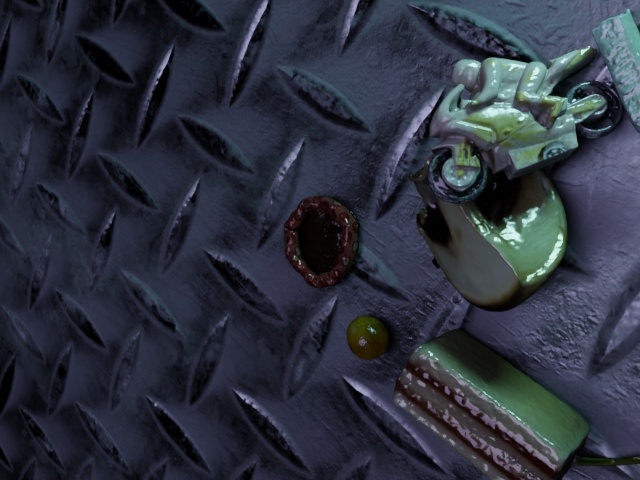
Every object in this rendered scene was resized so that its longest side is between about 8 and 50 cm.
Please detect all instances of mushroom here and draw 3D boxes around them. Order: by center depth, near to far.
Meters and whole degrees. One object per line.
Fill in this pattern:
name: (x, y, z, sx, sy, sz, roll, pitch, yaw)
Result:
mushroom: (0.293, -0.029, 1.233, 0.292, 0.212, 0.217, 46, 162, 16)

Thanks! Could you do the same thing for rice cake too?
rice cake: (0.489, -0.260, 1.083, 0.063, 0.069, 0.206, -27, 80, 36)

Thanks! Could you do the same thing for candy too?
candy: (0.297, 0.297, 1.217, 0.320, 0.179, 0.135, 34, 114, 31)

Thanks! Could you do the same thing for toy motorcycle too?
toy motorcycle: (0.307, -0.209, 1.125, 0.340, 0.108, 0.223, -23, 78, -1)

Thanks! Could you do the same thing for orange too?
orange: (0.095, 0.198, 1.427, 0.095, 0.085, 0.085, 52, 123, 33)

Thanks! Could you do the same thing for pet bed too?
pet bed: (0.000, 0.000, 1.498, 0.201, 0.053, 0.201, 0, 89, 36)

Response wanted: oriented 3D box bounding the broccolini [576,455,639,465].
broccolini: (0.525, 0.361, 1.140, 0.218, 0.042, 0.044, -11, 87, 39)
